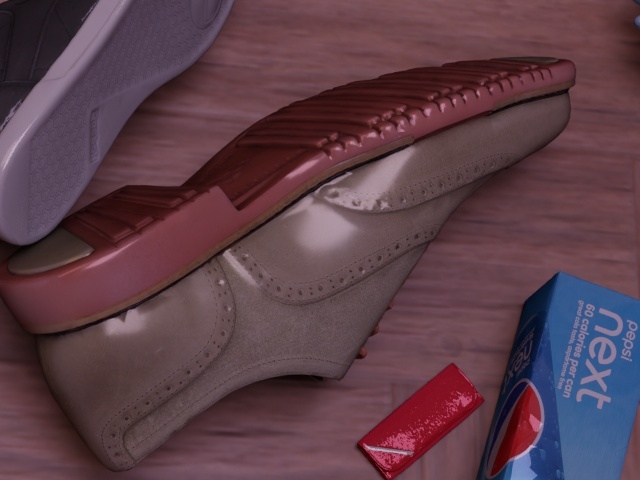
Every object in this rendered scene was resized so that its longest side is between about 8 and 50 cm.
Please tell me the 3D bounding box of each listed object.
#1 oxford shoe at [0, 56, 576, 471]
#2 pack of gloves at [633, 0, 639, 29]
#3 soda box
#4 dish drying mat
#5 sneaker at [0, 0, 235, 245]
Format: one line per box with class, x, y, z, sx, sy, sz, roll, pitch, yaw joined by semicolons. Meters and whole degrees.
oxford shoe;0.000;0.000;1.191;0.397;0.140;0.146;-26;107;-23
pack of gloves;0.314;-0.165;1.366;0.232;0.046;0.195;18;56;-11
soda box;0.139;0.131;1.191;0.071;0.067;0.210;21;66;-6
dish drying mat;0.062;0.111;1.210;0.083;0.008;0.032;-38;82;-23
sneaker;-0.160;-0.133;1.176;0.147;0.104;0.295;19;56;26
